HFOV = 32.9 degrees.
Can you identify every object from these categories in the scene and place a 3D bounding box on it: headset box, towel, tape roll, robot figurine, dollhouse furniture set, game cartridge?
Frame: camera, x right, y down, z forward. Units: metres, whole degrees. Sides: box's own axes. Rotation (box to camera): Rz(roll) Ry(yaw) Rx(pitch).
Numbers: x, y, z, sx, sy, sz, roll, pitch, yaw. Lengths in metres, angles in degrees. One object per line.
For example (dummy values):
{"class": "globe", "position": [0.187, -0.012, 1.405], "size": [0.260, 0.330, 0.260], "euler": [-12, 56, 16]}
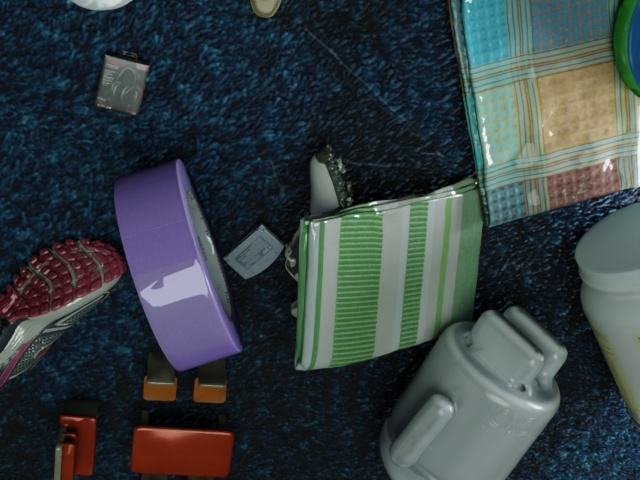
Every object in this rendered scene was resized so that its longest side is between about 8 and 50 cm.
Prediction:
{"class": "headset box", "position": [-0.270, -0.218, 1.481], "size": [0.062, 0.032, 0.083], "euler": [13, 110, -12]}
{"class": "towel", "position": [0.330, -0.220, 1.533], "size": [0.271, 0.040, 0.370], "euler": [-15, 112, -9]}
{"class": "towel", "position": [0.102, 0.048, 1.549], "size": [0.325, 0.038, 0.248], "euler": [-13, 116, -35]}
{"class": "tape roll", "position": [-0.188, 0.033, 1.457], "size": [0.090, 0.275, 0.274], "euler": [-17, 112, 0]}
{"class": "robot figurine", "position": [0.218, 0.264, 1.624], "size": [0.300, 0.200, 0.353], "euler": [-1, 129, -48]}
{"class": "dollhouse furniture set", "position": [-0.262, 0.314, 1.631], "size": [0.259, 0.135, 0.262], "euler": [4, 110, -9]}
{"class": "game cartridge", "position": [-0.096, 0.018, 1.595], "size": [0.083, 0.017, 0.056], "euler": [-39, 106, 21]}

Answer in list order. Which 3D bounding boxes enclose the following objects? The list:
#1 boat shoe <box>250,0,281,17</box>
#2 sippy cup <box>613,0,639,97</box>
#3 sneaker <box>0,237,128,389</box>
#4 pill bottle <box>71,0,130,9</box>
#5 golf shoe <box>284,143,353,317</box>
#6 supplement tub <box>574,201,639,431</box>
{"class": "boat shoe", "position": [-0.066, -0.362, 1.443], "size": [0.050, 0.045, 0.135], "euler": [6, 110, -9]}
{"class": "sippy cup", "position": [0.549, -0.263, 1.441], "size": [0.240, 0.224, 0.305], "euler": [-43, 117, 1]}
{"class": "sneaker", "position": [-0.404, 0.106, 1.558], "size": [0.299, 0.121, 0.112], "euler": [-33, 140, 5]}
{"class": "pill bottle", "position": [-0.268, -0.349, 1.336], "size": [0.119, 0.208, 0.119], "euler": [-3, 112, -6]}
{"class": "golf shoe", "position": [0.000, 0.000, 1.564], "size": [0.120, 0.105, 0.273], "euler": [-6, 111, 4]}
{"class": "supplement tub", "position": [0.527, 0.122, 1.601], "size": [0.235, 0.235, 0.325], "euler": [-27, 112, 4]}
